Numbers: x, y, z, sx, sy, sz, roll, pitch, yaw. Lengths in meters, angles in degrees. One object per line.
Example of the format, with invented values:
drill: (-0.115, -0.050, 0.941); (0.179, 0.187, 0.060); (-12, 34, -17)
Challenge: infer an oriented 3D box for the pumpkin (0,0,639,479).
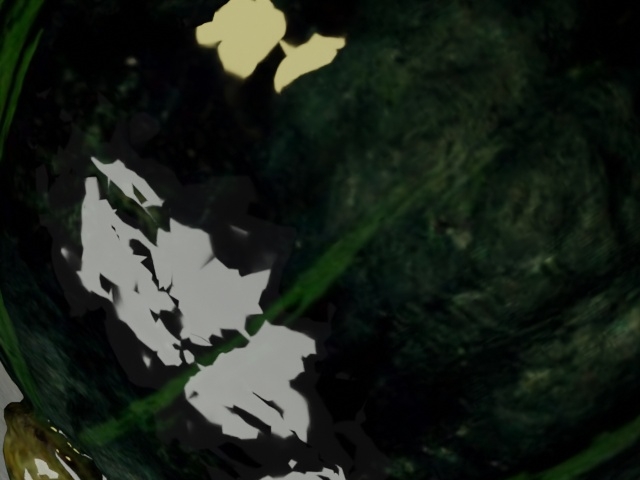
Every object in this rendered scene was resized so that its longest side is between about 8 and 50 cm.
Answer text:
pumpkin: (0.000, 0.000, 0.479); (0.315, 0.238, 0.315); (43, 160, 20)
